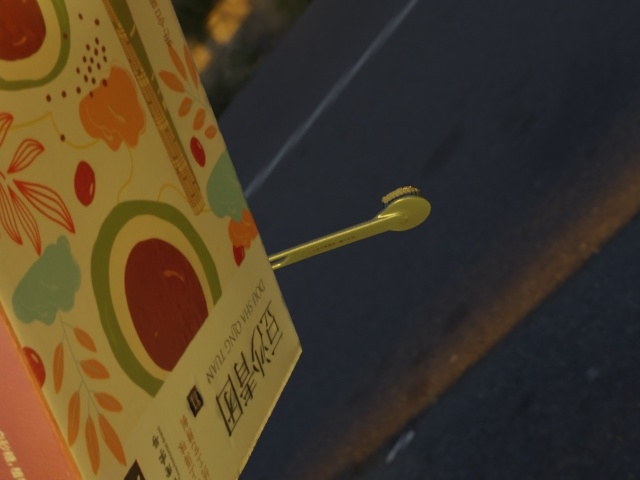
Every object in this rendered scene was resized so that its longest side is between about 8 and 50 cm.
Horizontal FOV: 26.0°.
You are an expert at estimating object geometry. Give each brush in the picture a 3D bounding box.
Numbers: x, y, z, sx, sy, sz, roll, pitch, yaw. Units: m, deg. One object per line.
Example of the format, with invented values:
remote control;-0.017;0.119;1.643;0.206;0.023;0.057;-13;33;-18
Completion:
brush;0.000;0.000;1.595;0.266;0.062;0.027;-20;55;-3

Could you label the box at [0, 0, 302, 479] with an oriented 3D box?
box;-0.167;0.005;0.914;0.122;0.385;0.344;-11;23;21
